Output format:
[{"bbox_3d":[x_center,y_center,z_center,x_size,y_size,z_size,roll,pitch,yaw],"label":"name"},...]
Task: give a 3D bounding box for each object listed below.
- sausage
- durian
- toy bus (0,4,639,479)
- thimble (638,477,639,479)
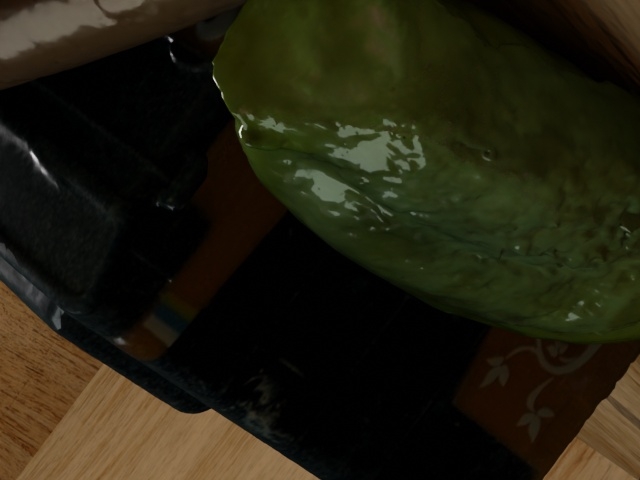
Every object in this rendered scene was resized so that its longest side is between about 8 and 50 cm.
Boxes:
[{"bbox_3d":[-0.127,-0.091,0.653,0.301,0.065,0.066,-12,142,40],"label":"sausage"},{"bbox_3d":[0.060,-0.021,0.601,0.250,0.101,0.139,33,179,-42],"label":"durian"},{"bbox_3d":[0.000,0.000,0.768,0.323,0.194,0.162,39,178,-43],"label":"toy bus"},{"bbox_3d":[0.216,0.170,0.848,0.143,0.198,0.235,34,-177,18],"label":"thimble"}]
